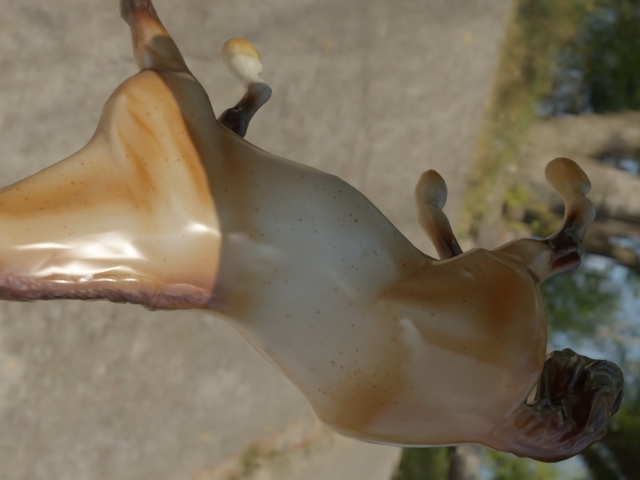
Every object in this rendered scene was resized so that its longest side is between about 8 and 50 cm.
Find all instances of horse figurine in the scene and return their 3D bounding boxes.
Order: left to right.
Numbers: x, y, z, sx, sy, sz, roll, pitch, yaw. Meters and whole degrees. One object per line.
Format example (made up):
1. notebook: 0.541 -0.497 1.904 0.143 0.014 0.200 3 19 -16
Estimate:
1. horse figurine: 0.000 0.000 0.564 0.066 0.263 0.174 -51 -167 35
